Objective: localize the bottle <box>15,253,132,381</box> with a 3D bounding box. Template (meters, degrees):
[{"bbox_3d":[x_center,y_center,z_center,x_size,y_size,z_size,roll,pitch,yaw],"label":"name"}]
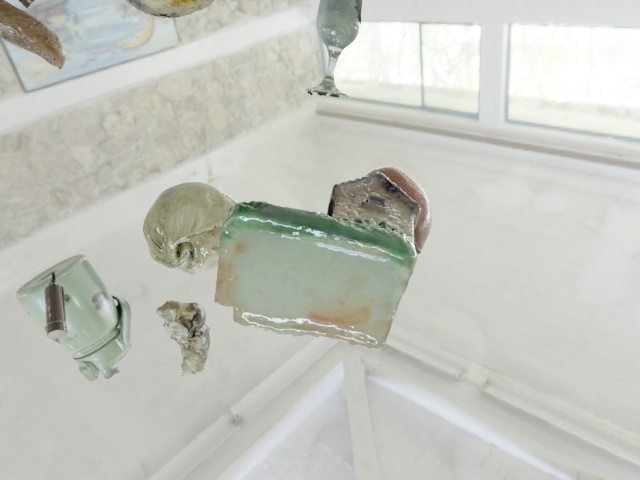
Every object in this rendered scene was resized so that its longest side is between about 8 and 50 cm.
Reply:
[{"bbox_3d":[-0.673,0.229,1.526,0.229,0.351,0.229,-25,-160,10],"label":"bottle"}]

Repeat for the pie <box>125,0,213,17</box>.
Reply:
[{"bbox_3d":[-0.241,-0.531,0.861,0.077,0.339,0.339,41,-127,22],"label":"pie"}]

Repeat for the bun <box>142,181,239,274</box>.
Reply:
[{"bbox_3d":[-0.426,-0.035,1.787,0.362,0.326,0.234,-3,-147,5],"label":"bun"}]

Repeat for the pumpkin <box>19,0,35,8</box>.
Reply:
[{"bbox_3d":[-0.697,-0.614,1.256,0.101,0.073,0.035,-17,-146,34],"label":"pumpkin"}]

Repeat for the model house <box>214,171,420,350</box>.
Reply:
[{"bbox_3d":[0.000,0.000,0.918,0.312,0.245,0.280,12,-144,4],"label":"model house"}]

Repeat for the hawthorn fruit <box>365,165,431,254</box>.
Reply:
[{"bbox_3d":[0.155,-0.039,1.124,0.200,0.199,0.251,-18,-142,-14],"label":"hawthorn fruit"}]

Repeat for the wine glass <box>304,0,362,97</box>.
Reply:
[{"bbox_3d":[0.040,-0.578,1.537,0.144,0.321,0.143,9,-165,-2],"label":"wine glass"}]

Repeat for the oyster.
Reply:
[{"bbox_3d":[-0.334,0.242,1.379,0.107,0.232,0.161,-16,-141,5],"label":"oyster"}]

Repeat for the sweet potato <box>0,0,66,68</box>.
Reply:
[{"bbox_3d":[-0.740,-0.508,1.176,0.342,0.092,0.114,31,176,-8],"label":"sweet potato"}]

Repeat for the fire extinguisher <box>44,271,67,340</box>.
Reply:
[{"bbox_3d":[-0.621,0.155,1.233,0.043,0.064,0.158,-1,-131,-29],"label":"fire extinguisher"}]
